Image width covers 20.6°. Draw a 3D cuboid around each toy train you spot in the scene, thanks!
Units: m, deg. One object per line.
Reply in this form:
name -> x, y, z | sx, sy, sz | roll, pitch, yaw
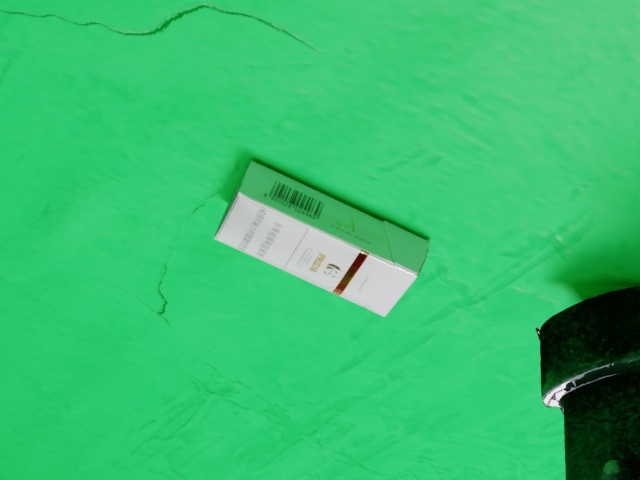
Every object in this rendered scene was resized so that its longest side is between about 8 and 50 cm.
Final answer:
toy train -> 0.231, 0.182, 1.267 | 0.138, 0.330, 0.178 | -18, 123, 19

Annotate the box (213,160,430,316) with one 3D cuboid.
box -> 0.000, 0.000, 1.384 | 0.154, 0.040, 0.084 | 24, 147, -5
